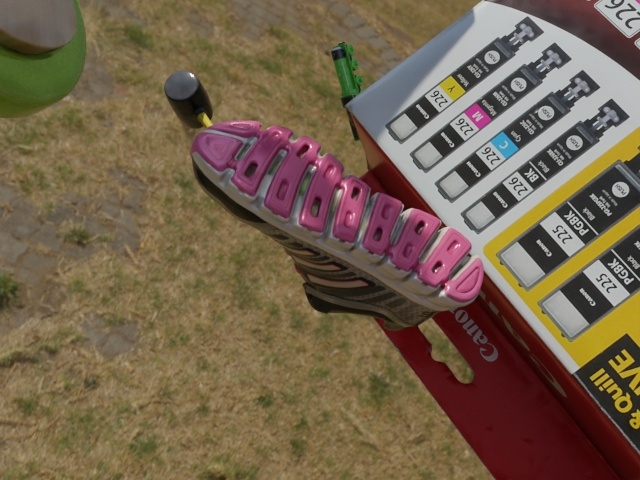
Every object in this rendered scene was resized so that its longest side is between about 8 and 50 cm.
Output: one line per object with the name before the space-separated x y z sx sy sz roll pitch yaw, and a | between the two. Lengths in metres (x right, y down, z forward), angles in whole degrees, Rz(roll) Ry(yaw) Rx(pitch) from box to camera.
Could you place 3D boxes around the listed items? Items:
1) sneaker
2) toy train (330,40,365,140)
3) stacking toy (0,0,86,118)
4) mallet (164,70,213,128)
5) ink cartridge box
sneaker | 0.000 0.000 0.373 0.170 0.075 0.063 29 48 -6
toy train | 0.026 -0.121 0.554 0.024 0.017 0.083 -30 106 -50
stacking toy | -0.185 -0.238 0.374 0.279 0.130 0.309 47 41 -51
mallet | -0.093 -0.091 0.656 0.039 0.062 0.189 -35 63 -6
ink cartridge box | 0.166 0.004 0.445 0.309 0.272 0.130 52 0 17
